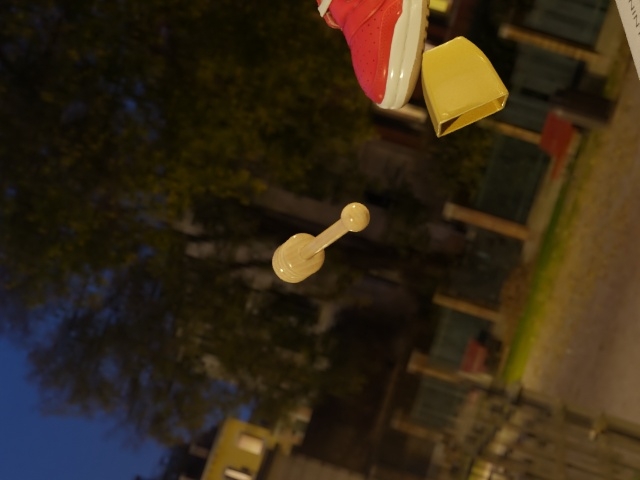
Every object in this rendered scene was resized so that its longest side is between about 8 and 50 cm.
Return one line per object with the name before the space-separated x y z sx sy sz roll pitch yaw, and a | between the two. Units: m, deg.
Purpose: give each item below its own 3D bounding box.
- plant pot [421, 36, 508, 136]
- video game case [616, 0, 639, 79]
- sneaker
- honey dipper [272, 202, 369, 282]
plant pot | 0.148 -0.172 1.449 0.081 0.081 0.083 59 -174 -83
video game case | 0.255 -0.136 0.747 0.269 0.061 0.244 118 140 -72
sneaker | -0.003 -0.098 0.424 0.042 0.067 0.118 133 135 -67
honey dipper | 0.000 0.000 0.891 0.160 0.030 0.030 141 150 -71
